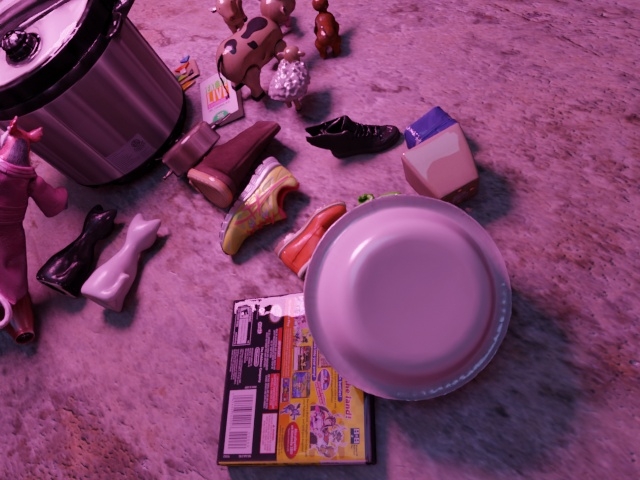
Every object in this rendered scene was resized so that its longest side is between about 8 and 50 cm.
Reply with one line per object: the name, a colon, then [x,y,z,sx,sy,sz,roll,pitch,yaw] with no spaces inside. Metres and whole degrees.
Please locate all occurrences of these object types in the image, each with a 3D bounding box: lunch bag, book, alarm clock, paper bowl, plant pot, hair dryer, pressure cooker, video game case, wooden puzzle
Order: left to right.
hair dryer: [-0.717,0.174,1.090,0.294,0.080,0.223,1,79,28]
pressure cooker: [-0.539,-0.361,1.081,0.376,0.420,0.369,8,68,25]
wooden puzzle: [-0.350,-0.432,1.286,0.079,0.014,0.116,-32,56,2]
alarm clock: [-0.265,-0.212,1.070,0.192,0.064,0.129,-37,21,8]
book: [-0.236,-0.334,1.183,0.096,0.035,0.144,-21,59,14]
video game case: [-0.038,0.216,0.811,0.248,0.035,0.274,-9,60,17]
paper bowl: [0.118,0.077,0.693,0.285,0.148,0.284,0,86,-1]
lunch bag: [0.204,-0.186,0.910,0.098,0.067,0.065,-38,57,-1]
plant pot: [0.212,-0.113,0.851,0.109,0.109,0.096,-29,68,4]

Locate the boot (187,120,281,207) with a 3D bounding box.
boot: [-0.160,-0.168,0.981,0.207,0.090,0.248,-44,24,-9]

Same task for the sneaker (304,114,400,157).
sneaker: [0.062,-0.206,0.962,0.170,0.089,0.051,-12,60,15]

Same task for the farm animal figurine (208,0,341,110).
farm animal figurine: [-0.134,-0.466,1.102,0.331,0.172,0.326,17,67,21]

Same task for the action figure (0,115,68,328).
action figure: [-0.636,-0.064,0.951,0.370,0.248,0.275,-62,23,17]

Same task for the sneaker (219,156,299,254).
sneaker: [-0.116,-0.054,0.961,0.094,0.081,0.208,32,91,5]

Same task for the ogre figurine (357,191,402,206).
ogre figurine: [0.128,-0.021,0.837,0.197,0.096,0.118,26,63,19]

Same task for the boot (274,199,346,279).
boot: [0.000,0.000,0.901,0.158,0.059,0.084,-44,60,5]

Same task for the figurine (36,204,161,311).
figurine: [-0.450,0.024,1.046,0.215,0.092,0.209,11,64,25]
